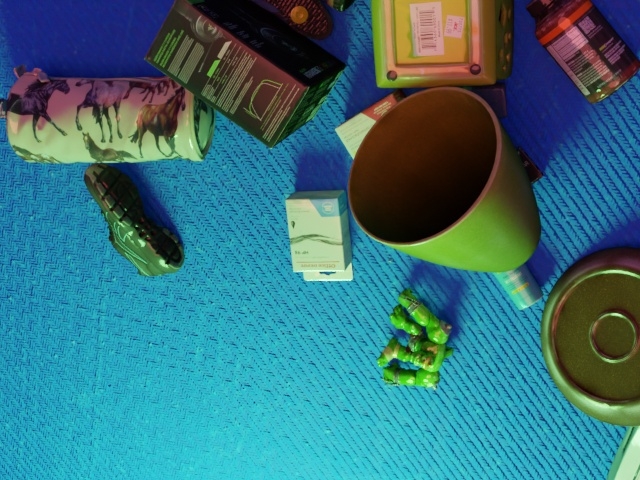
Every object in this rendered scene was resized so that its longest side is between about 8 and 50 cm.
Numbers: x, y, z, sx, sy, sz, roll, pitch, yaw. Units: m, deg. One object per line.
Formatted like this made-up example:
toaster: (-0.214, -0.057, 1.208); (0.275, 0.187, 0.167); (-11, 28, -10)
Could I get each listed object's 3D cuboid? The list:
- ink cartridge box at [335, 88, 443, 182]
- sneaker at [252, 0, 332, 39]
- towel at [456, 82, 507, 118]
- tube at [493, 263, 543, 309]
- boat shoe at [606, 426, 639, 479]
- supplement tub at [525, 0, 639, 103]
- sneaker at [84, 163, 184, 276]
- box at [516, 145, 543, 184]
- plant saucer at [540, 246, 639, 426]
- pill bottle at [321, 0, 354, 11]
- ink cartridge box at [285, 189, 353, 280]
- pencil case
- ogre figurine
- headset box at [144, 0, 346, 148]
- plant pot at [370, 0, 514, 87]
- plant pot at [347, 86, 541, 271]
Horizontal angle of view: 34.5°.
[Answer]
ink cartridge box: (0.129, -0.162, 1.839); (0.127, 0.072, 0.175); (-30, 97, 22)
sneaker: (-0.069, -0.429, 1.821); (0.209, 0.082, 0.069); (30, 104, -15)
towel: (0.266, -0.240, 1.798); (0.120, 0.029, 0.067); (-2, 107, 17)
tube: (0.325, 0.026, 1.862); (0.080, 0.052, 0.207); (-34, 89, 12)
boat shoe: (0.635, 0.350, 1.829); (0.157, 0.136, 0.367); (20, 114, 10)
supplement tub: (0.424, -0.328, 1.684); (0.106, 0.106, 0.198); (-38, 94, 23)
sneaker: (-0.380, -0.029, 1.998); (0.106, 0.101, 0.267); (-20, 116, 34)
box: (0.341, -0.116, 1.823); (0.083, 0.018, 0.067); (-38, 95, 23)
plant saucer: (0.511, 0.164, 1.771); (0.311, 0.050, 0.310); (-4, 83, 37)
pill bottle: (-0.024, -0.493, 1.748); (0.219, 0.123, 0.122); (32, 113, 4)
ink cartridge box: (0.000, 0.000, 1.935); (0.104, 0.060, 0.180); (-1, 107, 16)
pencil case: (-0.386, -0.235, 1.915); (0.410, 0.160, 0.183); (1, 118, 16)
ogre figurine: (0.182, 0.196, 1.934); (0.118, 0.097, 0.197); (22, 98, 27)
headset box: (-0.130, -0.312, 1.771); (0.283, 0.246, 0.131); (35, 114, 4)
plant pot: (0.194, -0.359, 1.685); (0.227, 0.207, 0.228); (1, 109, 15)
plant pot: (0.241, -0.062, 1.697); (0.275, 0.274, 0.293); (-32, 140, 23)
